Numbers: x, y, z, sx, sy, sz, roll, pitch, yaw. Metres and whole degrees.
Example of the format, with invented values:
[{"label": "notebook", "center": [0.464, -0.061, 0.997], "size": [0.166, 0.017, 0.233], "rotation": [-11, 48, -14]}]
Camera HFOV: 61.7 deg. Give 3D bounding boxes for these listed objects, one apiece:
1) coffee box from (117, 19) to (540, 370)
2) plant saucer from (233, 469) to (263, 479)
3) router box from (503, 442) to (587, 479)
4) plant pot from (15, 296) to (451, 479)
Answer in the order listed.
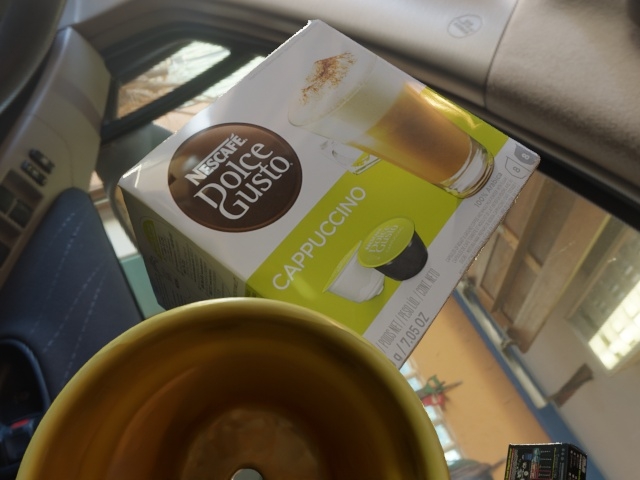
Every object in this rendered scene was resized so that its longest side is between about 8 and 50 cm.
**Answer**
[{"label": "coffee box", "center": [0.000, 0.000, 0.706], "size": [0.334, 0.337, 0.338], "rotation": [36, -27, 11]}, {"label": "plant saucer", "center": [-0.108, 0.347, 0.866], "size": [0.044, 0.317, 0.317], "rotation": [13, -46, 26]}, {"label": "router box", "center": [0.266, 0.309, 0.645], "size": [0.038, 0.122, 0.092], "rotation": [33, -33, -18]}, {"label": "plant pot", "center": [-0.056, 0.194, 0.408], "size": [0.239, 0.254, 0.254], "rotation": [104, -35, -68]}]
